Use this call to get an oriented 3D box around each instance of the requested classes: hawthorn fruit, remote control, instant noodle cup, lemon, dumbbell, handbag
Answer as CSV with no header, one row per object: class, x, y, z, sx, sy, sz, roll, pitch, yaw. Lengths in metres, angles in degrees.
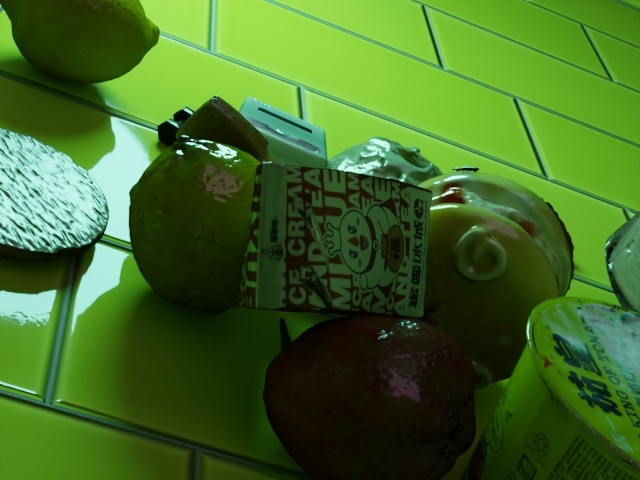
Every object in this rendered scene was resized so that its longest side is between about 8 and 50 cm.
hawthorn fruit,0.038,0.170,1.426,0.262,0.210,0.210,26,24,31
remote control,-0.061,-0.149,1.897,0.145,0.050,0.344,24,11,-4
instant noodle cup,0.312,0.258,1.443,0.326,0.254,0.325,21,29,-12
lemon,-0.135,-0.018,1.561,0.192,0.231,0.192,-8,21,3
dumbbell,-0.210,-0.169,1.919,0.036,0.040,0.083,59,26,-11
handbag,0.000,0.000,1.471,0.151,0.171,0.298,2,-5,31
lemon,-0.351,-0.320,1.891,0.244,0.187,0.187,17,30,-24

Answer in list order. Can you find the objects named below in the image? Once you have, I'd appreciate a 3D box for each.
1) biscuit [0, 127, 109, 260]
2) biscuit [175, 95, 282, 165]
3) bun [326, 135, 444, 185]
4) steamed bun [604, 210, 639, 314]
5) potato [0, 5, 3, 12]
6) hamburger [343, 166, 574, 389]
biscuit,-0.384,-0.057,1.589,0.262,0.037,0.262,21,29,-13
biscuit,-0.117,-0.084,1.664,0.212,0.238,0.041,12,41,22
bun,0.113,-0.063,1.911,0.239,0.141,0.239,23,26,-12
steamed bun,0.614,0.061,2.032,0.199,0.251,0.301,15,35,-39
potato,-0.593,-0.479,1.923,0.237,0.300,0.289,11,-7,10
hamburger,0.161,0.048,1.664,0.303,0.261,0.186,25,32,13
